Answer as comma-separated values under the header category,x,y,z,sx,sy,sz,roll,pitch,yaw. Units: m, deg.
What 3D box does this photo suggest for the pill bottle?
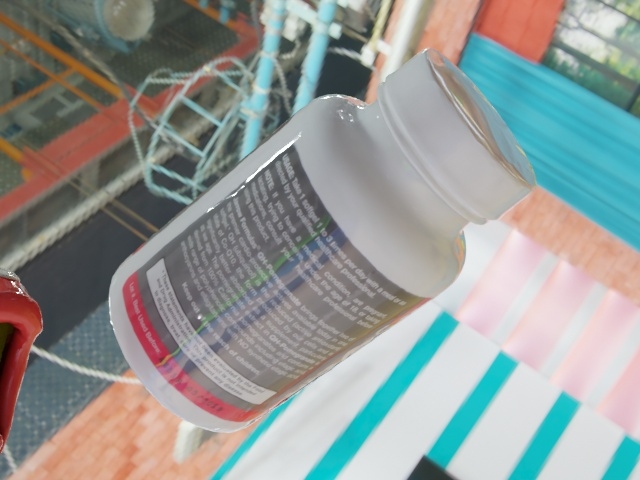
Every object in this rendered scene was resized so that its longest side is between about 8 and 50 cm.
category,x,y,z,sx,sy,sz,roll,pitch,yaw
pill bottle,0.000,0.000,0.734,0.318,0.176,0.176,-38,-8,23

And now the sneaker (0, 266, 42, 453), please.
category,x,y,z,sx,sy,sz,roll,pitch,yaw
sneaker,-0.269,0.145,0.617,0.107,0.118,0.279,27,-101,-39
